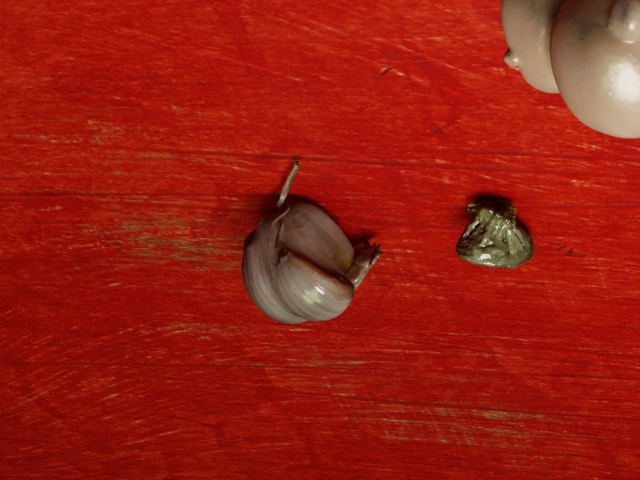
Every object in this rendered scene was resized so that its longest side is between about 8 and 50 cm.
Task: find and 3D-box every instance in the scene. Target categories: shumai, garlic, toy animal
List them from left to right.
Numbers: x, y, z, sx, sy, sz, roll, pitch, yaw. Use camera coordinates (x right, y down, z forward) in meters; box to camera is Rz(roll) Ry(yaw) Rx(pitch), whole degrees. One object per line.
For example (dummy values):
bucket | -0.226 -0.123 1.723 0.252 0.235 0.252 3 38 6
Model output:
garlic | 0.000 0.000 2.409 0.207 0.207 0.256 15 114 0
shumai | 0.245 -0.017 2.321 0.099 0.124 0.087 19 113 31
toy animal | 0.303 -0.227 1.815 0.221 0.229 0.210 -3 139 29
